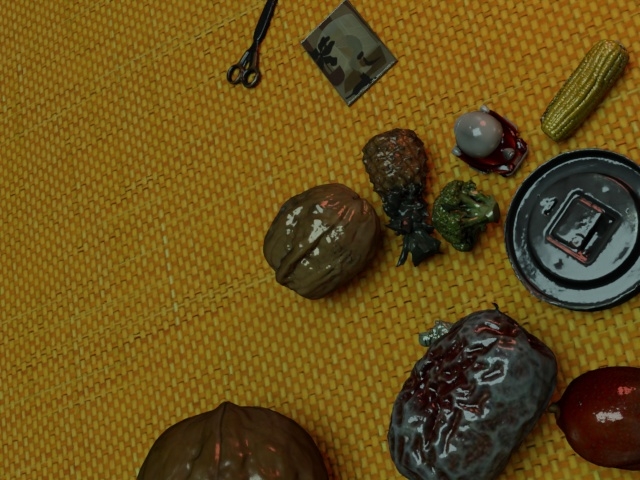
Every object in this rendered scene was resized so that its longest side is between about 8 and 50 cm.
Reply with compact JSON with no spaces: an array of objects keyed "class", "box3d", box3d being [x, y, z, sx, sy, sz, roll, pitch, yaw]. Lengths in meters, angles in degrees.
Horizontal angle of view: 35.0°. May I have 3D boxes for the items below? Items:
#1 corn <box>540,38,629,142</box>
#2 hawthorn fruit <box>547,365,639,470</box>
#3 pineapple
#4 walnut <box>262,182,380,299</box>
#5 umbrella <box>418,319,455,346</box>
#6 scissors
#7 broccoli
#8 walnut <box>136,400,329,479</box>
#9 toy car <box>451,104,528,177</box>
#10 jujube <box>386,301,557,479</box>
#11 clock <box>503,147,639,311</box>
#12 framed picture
[{"class":"corn","box3d":[0.460,-0.263,1.778,0.072,0.072,0.203,41,100,31]},{"class":"hawthorn fruit","box3d":[0.453,0.276,1.590,0.188,0.169,0.169,1,78,34]},{"class":"pineapple","box3d":[0.158,-0.078,1.875,0.128,0.128,0.248,-21,72,24]},{"class":"walnut","box3d":[0.000,0.000,1.904,0.245,0.198,0.198,-49,58,29]},{"class":"umbrella","box3d":[0.242,0.172,1.792,0.143,0.062,0.067,-5,106,22]},{"class":"scissors","box3d":[-0.137,-0.436,2.198,0.088,0.017,0.220,18,86,36]},{"class":"broccoli","box3d":[0.256,-0.047,1.792,0.120,0.130,0.131,0,119,31]},{"class":"walnut","box3d":[-0.153,0.485,1.796,0.353,0.308,0.398,1,75,-4]},{"class":"toy car","box3d":[0.296,-0.183,1.824,0.139,0.112,0.112,37,96,32]},{"class":"jujube","box3d":[0.248,0.265,1.672,0.226,0.226,0.317,38,102,32]},{"class":"clock","box3d":[0.450,-0.016,1.724,0.280,0.055,0.281,-8,73,29]},{"class":"framed picture","box3d":[0.055,-0.386,2.078,0.136,0.010,0.201,-42,61,15]}]
